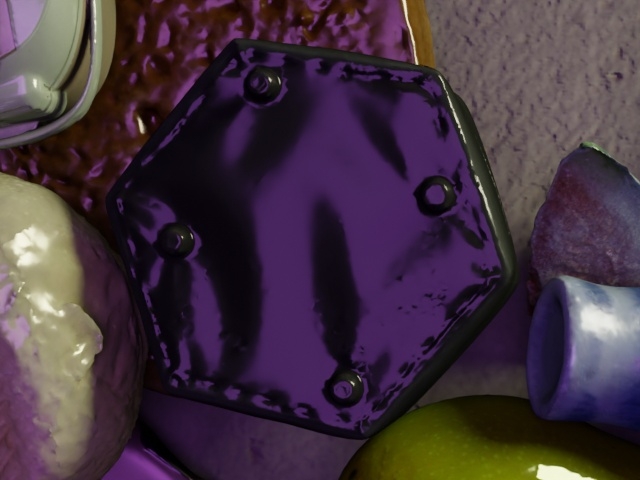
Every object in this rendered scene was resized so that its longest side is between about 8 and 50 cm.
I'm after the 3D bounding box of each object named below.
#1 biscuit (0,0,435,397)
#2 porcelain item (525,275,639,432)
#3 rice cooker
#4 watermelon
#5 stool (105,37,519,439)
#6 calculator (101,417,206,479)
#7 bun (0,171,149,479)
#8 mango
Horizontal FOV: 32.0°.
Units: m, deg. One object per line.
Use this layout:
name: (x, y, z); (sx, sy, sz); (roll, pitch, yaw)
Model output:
biscuit: (-0.089, -0.086, 0.775); (0.350, 0.070, 0.394); (-1, 89, 11)
porcelain item: (0.262, 0.080, 0.683); (0.259, 0.141, 0.141); (8, 90, -2)
rice cooker: (-0.203, -0.159, 0.701); (0.145, 0.127, 0.206); (-9, 90, 12)
watermelon: (0.180, 0.002, 0.729); (0.094, 0.081, 0.180); (-21, 124, -12)
stool: (0.000, 0.000, 0.647); (0.232, 0.141, 0.232); (0, 90, 12)
calculator: (-0.182, 0.209, 0.795); (0.294, 0.043, 0.194); (37, 93, 5)
bun: (-0.212, 0.050, 0.690); (0.244, 0.153, 0.244); (11, 122, 18)
mango: (0.151, 0.191, 0.709); (0.293, 0.143, 0.175); (7, 82, -3)
